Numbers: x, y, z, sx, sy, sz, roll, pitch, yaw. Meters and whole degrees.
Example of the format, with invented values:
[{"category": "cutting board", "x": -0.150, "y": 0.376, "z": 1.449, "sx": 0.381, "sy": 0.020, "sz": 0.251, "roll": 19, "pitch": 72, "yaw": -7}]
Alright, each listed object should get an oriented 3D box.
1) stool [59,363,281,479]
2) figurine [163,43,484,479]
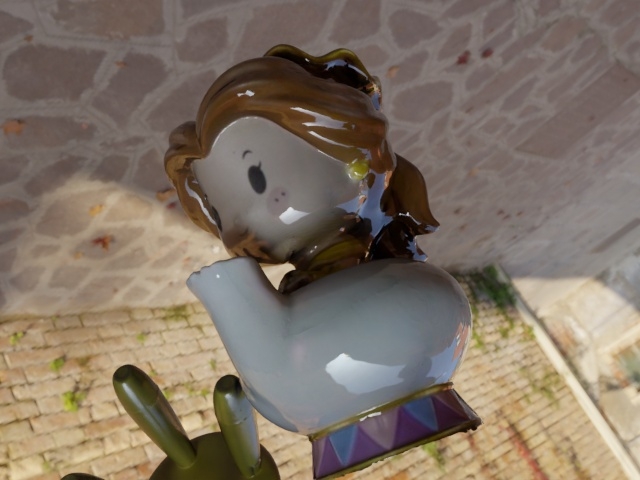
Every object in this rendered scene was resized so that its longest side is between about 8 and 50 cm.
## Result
[{"category": "stool", "x": -0.094, "y": 0.158, "z": 0.504, "sx": 0.135, "sy": 0.134, "sz": 0.110, "roll": -31, "pitch": 133, "yaw": -10}, {"category": "figurine", "x": 0.000, "y": 0.000, "z": 0.442, "sx": 0.189, "sy": 0.264, "sz": 0.142, "roll": -1, "pitch": 154, "yaw": -46}]
